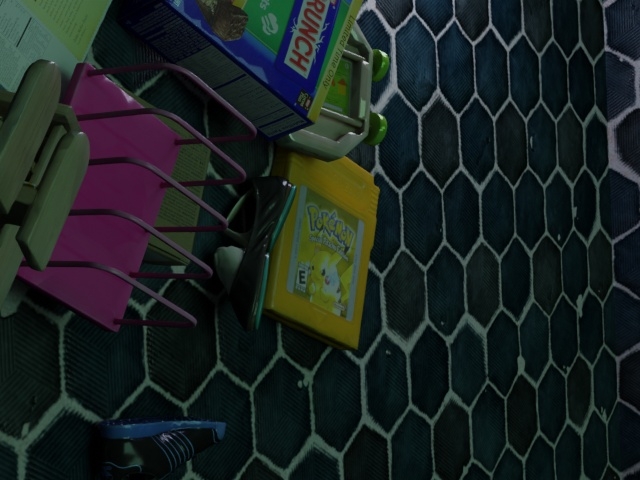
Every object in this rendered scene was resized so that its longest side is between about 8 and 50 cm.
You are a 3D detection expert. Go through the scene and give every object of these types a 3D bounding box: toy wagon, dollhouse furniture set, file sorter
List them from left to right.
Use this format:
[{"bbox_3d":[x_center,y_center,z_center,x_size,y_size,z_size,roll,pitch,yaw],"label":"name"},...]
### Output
[{"bbox_3d":[-0.412,-0.125,1.361,0.394,0.362,0.256,83,22,-64],"label":"dollhouse furniture set"},{"bbox_3d":[-0.223,-0.053,1.619,0.202,0.182,0.290,39,60,-46],"label":"file sorter"},{"bbox_3d":[-0.003,-0.308,2.158,0.267,0.068,0.344,16,69,-38],"label":"toy wagon"}]

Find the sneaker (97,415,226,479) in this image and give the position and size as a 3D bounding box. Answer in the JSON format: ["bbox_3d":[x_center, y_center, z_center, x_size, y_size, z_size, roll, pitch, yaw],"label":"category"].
[{"bbox_3d":[-0.228,0.300,1.852,0.232,0.081,0.090,6,87,-49],"label":"sneaker"}]

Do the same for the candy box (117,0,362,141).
[{"bbox_3d":[-0.109,-0.350,1.943,0.317,0.122,0.268,37,58,-32],"label":"candy box"}]

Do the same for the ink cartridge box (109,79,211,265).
[{"bbox_3d":[-0.265,-0.089,1.795,0.235,0.088,0.193,31,65,-52],"label":"ink cartridge box"}]

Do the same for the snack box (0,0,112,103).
[{"bbox_3d":[-0.365,-0.322,1.678,0.187,0.060,0.322,48,51,-44],"label":"snack box"}]

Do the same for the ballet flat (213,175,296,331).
[{"bbox_3d":[-0.112,0.015,2.018,0.095,0.096,0.280,105,0,-54],"label":"ballet flat"}]

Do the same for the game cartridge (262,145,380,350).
[{"bbox_3d":[0.000,0.000,2.218,0.285,0.053,0.323,30,65,-52],"label":"game cartridge"}]
